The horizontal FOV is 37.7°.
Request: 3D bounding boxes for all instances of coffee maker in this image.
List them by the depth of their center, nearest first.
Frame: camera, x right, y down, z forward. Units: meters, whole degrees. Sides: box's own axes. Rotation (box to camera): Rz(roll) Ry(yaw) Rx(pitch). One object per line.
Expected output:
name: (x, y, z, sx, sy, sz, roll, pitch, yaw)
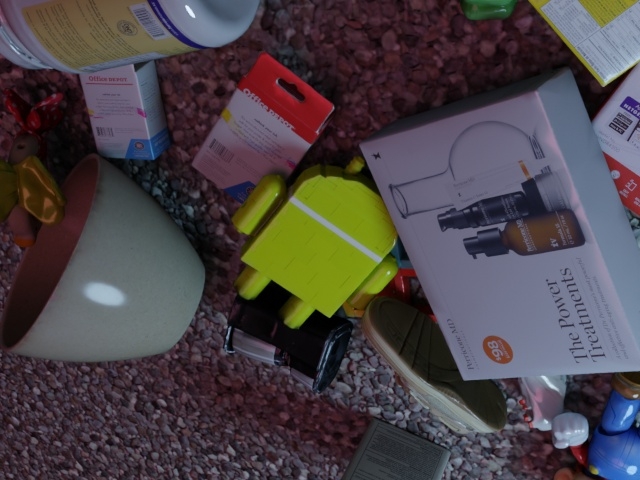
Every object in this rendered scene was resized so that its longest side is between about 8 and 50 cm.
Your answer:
coffee maker: (-0.048, 0.135, 1.487, 0.178, 0.120, 0.171, 21, 127, 20)

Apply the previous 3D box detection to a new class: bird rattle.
bird rattle: (-0.472, -0.109, 1.483, 0.143, 0.253, 0.207, -2, 136, -13)

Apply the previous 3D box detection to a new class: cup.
cup: (-0.326, 0.061, 1.490, 0.237, 0.331, 0.331, 27, 130, -25)

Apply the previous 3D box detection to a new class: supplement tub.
supplement tub: (-0.271, -0.352, 1.237, 0.331, 0.241, 0.241, -4, 116, 28)

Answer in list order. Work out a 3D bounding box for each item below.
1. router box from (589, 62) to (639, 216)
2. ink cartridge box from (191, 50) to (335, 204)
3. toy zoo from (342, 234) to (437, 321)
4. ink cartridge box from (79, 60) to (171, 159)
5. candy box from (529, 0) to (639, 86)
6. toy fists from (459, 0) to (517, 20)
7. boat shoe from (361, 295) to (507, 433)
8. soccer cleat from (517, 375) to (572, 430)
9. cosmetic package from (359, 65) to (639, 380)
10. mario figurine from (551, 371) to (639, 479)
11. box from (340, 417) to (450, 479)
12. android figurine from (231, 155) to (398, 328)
router box: (0.512, -0.122, 1.106, 0.335, 0.082, 0.301, 36, 127, 7)
ink cartridge box: (-0.074, -0.163, 1.361, 0.134, 0.078, 0.231, 38, 126, -1)
toy zoo: (0.123, 0.034, 1.418, 0.293, 0.030, 0.192, 1, 119, 24)
ink cartridge box: (-0.302, -0.220, 1.440, 0.104, 0.061, 0.181, 5, 120, 21)
candy box: (0.294, -0.272, 1.028, 0.105, 0.027, 0.206, -34, 116, 31)
toy fists: (0.232, -0.379, 1.059, 0.096, 0.142, 0.279, 28, 126, 6)
boat shoe: (0.158, 0.203, 1.438, 0.302, 0.109, 0.098, 41, 136, -22)
soccer cleat: (0.325, 0.192, 1.406, 0.076, 0.068, 0.196, -18, 105, 0)
cosmetic package: (0.248, -0.004, 1.221, 0.284, 0.097, 0.377, -12, 108, 47)
mario figurine: (0.435, 0.348, 1.370, 0.198, 0.170, 0.320, 42, 126, 41)
box: (0.102, 0.428, 1.531, 0.149, 0.232, 0.127, 22, 124, 11)
android figurine: (0.000, 0.000, 1.360, 0.248, 0.056, 0.273, 33, 110, -15)
